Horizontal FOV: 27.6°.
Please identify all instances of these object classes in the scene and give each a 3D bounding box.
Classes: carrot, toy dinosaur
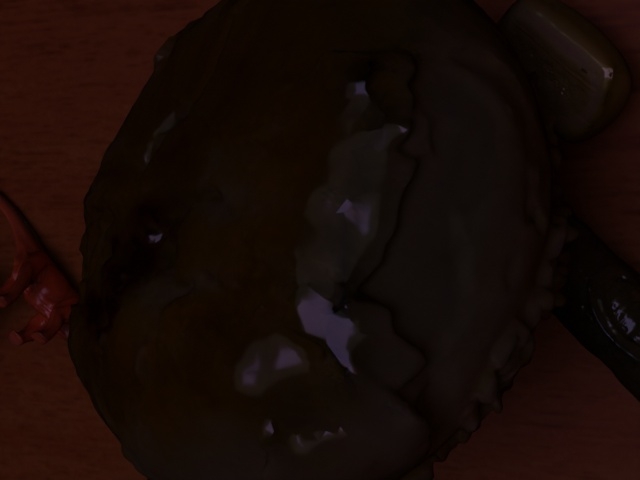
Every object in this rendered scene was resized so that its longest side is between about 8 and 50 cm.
[{"bbox_3d":[0.252,0.098,0.941,0.342,0.070,0.070,50,115,13],"label":"carrot"},{"bbox_3d":[-0.275,0.038,1.215,0.279,0.101,0.055,47,130,5],"label":"toy dinosaur"}]

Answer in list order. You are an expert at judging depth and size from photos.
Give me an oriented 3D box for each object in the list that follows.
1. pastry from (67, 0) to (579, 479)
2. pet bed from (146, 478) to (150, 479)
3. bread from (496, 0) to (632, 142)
[{"bbox_3d":[0.000,0.000,0.927,0.409,0.245,0.410,-26,53,40],"label":"pastry"},{"bbox_3d":[-0.058,0.254,1.046,0.159,0.210,0.183,17,105,36],"label":"pet bed"},{"bbox_3d":[0.179,-0.128,0.957,0.115,0.056,0.082,43,126,28],"label":"bread"}]
